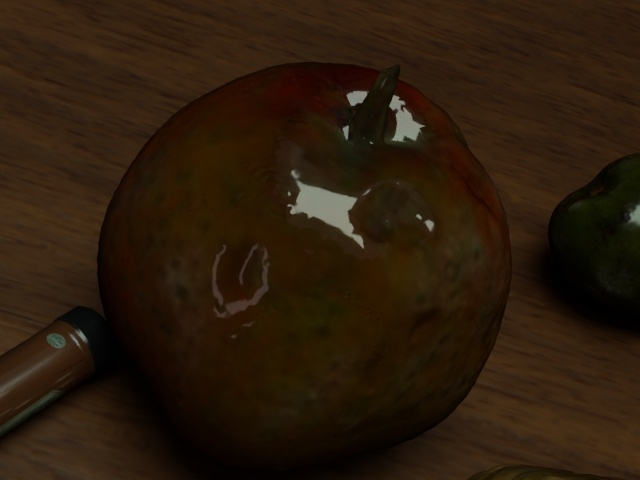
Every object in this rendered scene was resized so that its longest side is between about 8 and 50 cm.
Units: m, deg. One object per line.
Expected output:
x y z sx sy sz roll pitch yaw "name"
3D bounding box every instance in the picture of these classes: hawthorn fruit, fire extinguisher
0.000 0.000 0.905 0.277 0.298 0.277 14 46 -15 "hawthorn fruit"
-0.211 0.105 0.909 0.062 0.050 0.177 25 44 34 "fire extinguisher"

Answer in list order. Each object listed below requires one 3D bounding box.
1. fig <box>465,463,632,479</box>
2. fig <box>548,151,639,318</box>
0.156 0.313 0.802 0.286 0.286 0.368 20 80 -4 "fig"
0.266 0.018 1.138 0.126 0.185 0.133 14 53 42 "fig"
